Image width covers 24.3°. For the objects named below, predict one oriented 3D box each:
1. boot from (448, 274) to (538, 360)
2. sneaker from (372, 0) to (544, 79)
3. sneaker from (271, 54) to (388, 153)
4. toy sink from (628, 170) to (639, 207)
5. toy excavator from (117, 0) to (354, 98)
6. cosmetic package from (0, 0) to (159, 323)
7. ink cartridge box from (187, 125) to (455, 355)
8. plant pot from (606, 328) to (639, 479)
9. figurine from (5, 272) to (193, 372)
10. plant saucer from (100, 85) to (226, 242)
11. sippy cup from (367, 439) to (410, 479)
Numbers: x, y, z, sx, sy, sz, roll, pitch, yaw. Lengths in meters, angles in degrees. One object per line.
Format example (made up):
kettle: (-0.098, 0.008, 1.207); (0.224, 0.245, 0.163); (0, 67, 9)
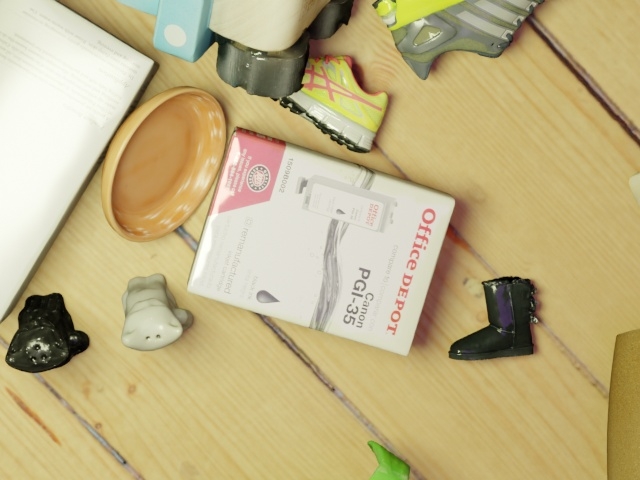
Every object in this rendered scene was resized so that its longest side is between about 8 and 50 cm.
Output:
boot: (0.217, 0.098, 1.872); (0.121, 0.045, 0.099); (-5, 98, -11)
sneaker: (0.220, -0.292, 1.818); (0.300, 0.111, 0.121); (-19, 106, 3)
sneaker: (-0.007, -0.197, 1.817); (0.208, 0.081, 0.094); (34, 85, -13)
toy sink: (0.525, -0.062, 1.825); (0.131, 0.234, 0.153); (-33, 97, -31)
toy excavator: (-0.204, -0.332, 1.653); (0.445, 0.433, 0.222); (21, 129, 10)
cosmetic package: (-0.365, -0.103, 1.753); (0.197, 0.155, 0.365); (32, 93, -6)
ink cartridge box: (0.000, 0.000, 1.809); (0.283, 0.117, 0.207); (16, 94, -6)
plant pot: (0.451, 0.228, 1.830); (0.237, 0.237, 0.254); (-10, 81, -4)
figurine: (-0.259, 0.106, 1.752); (0.215, 0.209, 0.092); (-11, 96, -4)
plant saucer: (-0.191, -0.094, 1.766); (0.037, 0.200, 0.200); (30, 93, 29)
sippy cup: (-0.011, 0.394, 1.791); (0.305, 0.224, 0.240); (-19, 96, -3)
